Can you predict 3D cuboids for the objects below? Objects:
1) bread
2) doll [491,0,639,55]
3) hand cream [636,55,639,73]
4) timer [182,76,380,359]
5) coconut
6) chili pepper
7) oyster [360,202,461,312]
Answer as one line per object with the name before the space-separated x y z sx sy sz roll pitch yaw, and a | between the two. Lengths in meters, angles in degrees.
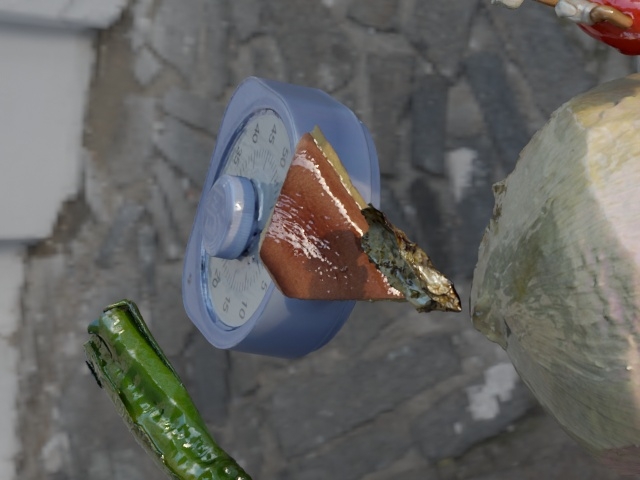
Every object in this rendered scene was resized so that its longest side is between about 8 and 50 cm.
bread | 0.000 0.000 1.548 0.119 0.067 0.192 -31 91 -4
doll | 0.256 -0.209 1.406 0.217 0.183 0.085 12 118 5
hand cream | 0.387 -0.175 1.807 0.089 0.314 0.140 -9 112 2
timer | -0.063 -0.020 2.245 0.395 0.173 0.395 -37 48 55
coconut | 0.321 0.030 1.523 0.404 0.404 0.405 2 93 36
chili pepper | -0.113 0.209 1.522 0.085 0.076 0.359 -49 64 24
oyster | 0.076 0.021 1.455 0.132 0.029 0.086 57 161 12
